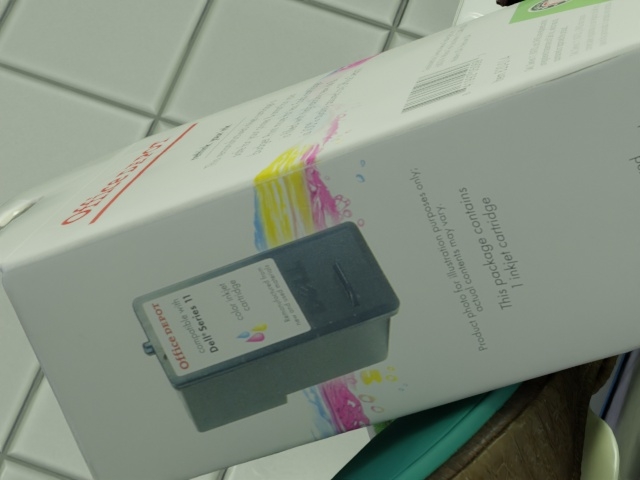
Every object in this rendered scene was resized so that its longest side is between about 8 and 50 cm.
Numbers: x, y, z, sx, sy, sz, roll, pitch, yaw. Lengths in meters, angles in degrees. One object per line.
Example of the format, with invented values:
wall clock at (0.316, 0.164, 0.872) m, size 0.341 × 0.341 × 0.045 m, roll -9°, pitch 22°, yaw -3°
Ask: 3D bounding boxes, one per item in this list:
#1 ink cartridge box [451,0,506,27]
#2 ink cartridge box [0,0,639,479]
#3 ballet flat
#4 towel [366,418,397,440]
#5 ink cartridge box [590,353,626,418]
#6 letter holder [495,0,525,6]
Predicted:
ink cartridge box at (0.228, -0.154, 1.873) m, size 0.270 × 0.198 × 0.197 m, roll 64°, pitch -134°, yaw -83°
ink cartridge box at (0.000, 0.000, 0.727) m, size 0.207 × 0.353 × 0.119 m, roll -58°, pitch -52°, yaw -68°
ballet flat at (0.087, 0.100, 0.741) m, size 0.116 × 0.124 × 0.342 m, roll -34°, pitch 7°, yaw 22°
towel at (0.094, 0.127, 1.158) m, size 0.325 × 0.038 × 0.248 m, roll -61°, pitch -44°, yaw -65°
ink cartridge box at (0.142, 0.074, 1.045) m, size 0.231 × 0.078 × 0.134 m, roll -57°, pitch -14°, yaw -71°
letter holder at (0.263, -0.315, 1.327) m, size 0.214 × 0.152 × 0.302 m, roll -57°, pitch -15°, yaw -79°
